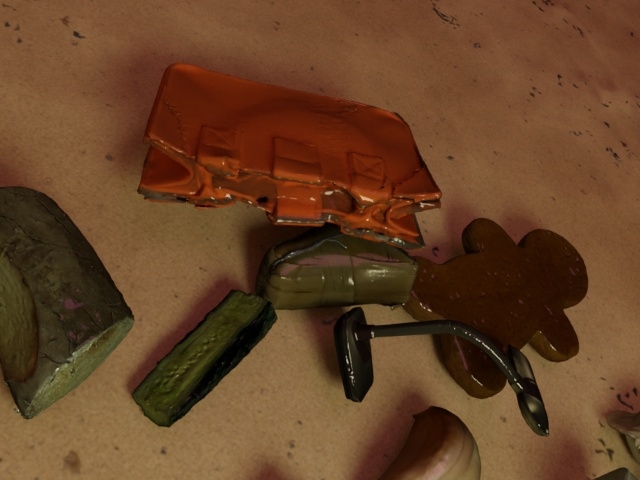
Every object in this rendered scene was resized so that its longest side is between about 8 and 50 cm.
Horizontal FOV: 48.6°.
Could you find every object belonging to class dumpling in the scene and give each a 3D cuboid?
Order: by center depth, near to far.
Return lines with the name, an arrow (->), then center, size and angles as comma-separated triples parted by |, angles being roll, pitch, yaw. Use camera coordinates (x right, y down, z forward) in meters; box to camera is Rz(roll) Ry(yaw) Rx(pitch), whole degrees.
dumpling -> 0.540, 0.314, 1.135 | 0.155, 0.181, 0.111 | 29, 74, 36

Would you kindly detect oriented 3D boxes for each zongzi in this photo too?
zongzi -> 0.000, 0.000, 1.071 | 0.228, 0.115, 0.256 | 0, 39, -20

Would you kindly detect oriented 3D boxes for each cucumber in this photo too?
cucumber -> -0.139, 0.151, 0.884 | 0.077, 0.062, 0.211 | 14, 43, 28

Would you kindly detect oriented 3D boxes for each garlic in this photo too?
garlic -> 0.135, 0.297, 0.884 | 0.206, 0.115, 0.128 | -28, 78, -41

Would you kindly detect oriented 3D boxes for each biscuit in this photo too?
biscuit -> 0.314, 0.096, 1.198 | 0.431, 0.064, 0.283 | -24, 74, -41

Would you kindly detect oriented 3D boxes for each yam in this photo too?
yam -> -0.313, 0.058, 0.795 | 0.153, 0.154, 0.254 | -17, 60, -40

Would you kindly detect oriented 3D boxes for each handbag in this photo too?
handbag -> -0.045, -0.125, 1.048 | 0.409, 0.116, 0.304 | 11, 32, -11

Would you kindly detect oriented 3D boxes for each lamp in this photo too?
lamp -> 0.168, 0.154, 0.969 | 0.283, 0.125, 0.203 | 7, 8, 12

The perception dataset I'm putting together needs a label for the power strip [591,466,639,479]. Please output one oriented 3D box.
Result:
power strip -> 0.356, 0.390, 0.882 | 0.059, 0.194, 0.265 | 43, 43, 5
